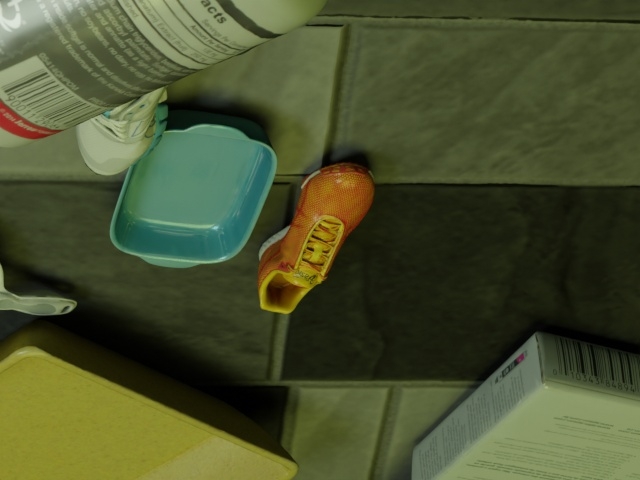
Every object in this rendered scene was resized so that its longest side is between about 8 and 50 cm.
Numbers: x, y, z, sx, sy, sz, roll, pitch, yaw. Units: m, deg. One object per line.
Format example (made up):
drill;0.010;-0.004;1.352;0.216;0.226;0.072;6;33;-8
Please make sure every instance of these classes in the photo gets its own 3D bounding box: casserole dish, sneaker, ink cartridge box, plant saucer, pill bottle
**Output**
casserole dish;-0.102;-0.045;1.537;0.114;0.037;0.188;7;142;-14
sneaker;0.000;0.000;1.583;0.064;0.067;0.175;11;140;-18
ink cartridge box;0.270;0.220;1.915;0.324;0.071;0.330;13;144;-23
plant saucer;-0.247;0.193;1.815;0.332;0.081;0.333;-31;137;33
sneaker;-0.145;-0.106;1.394;0.071;0.083;0.191;33;136;3
pill bottle;-0.100;-0.191;1.213;0.318;0.176;0.176;-21;141;22

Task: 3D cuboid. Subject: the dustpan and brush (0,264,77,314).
dustpan and brush;-0.295;0.039;1.604;0.211;0.060;0.147;0;133;-47
